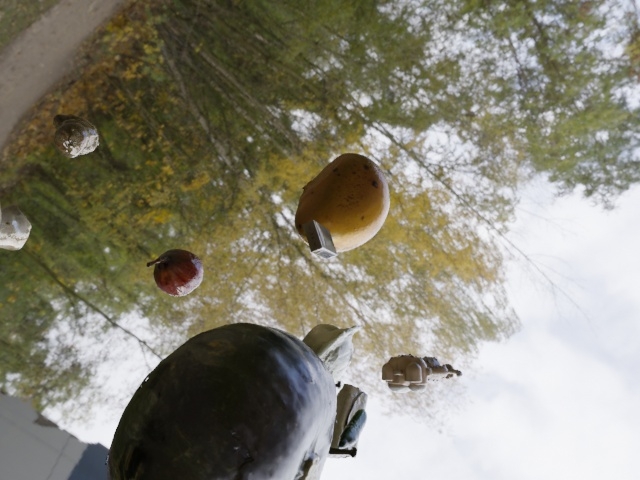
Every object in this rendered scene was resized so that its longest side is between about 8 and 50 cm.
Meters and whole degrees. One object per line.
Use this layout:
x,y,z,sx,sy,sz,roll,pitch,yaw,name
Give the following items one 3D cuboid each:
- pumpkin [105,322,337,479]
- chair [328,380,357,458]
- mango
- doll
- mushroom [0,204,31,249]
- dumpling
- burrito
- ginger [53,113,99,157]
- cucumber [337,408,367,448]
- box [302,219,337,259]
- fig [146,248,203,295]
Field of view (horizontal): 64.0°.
-0.165,0.363,0.940,0.344,0.454,0.454,18,-124,23,pumpkin
-0.146,0.669,1.621,0.364,0.411,0.361,-105,-154,-72,chair
0.052,-0.075,1.168,0.290,0.191,0.160,-47,-172,-39,mango
0.321,0.418,1.623,0.154,0.278,0.119,-15,-109,52,doll
-0.892,-0.027,1.287,0.298,0.290,0.297,-7,-105,29,mushroom
0.027,0.250,1.197,0.166,0.216,0.126,-45,-125,4,dumpling
0.087,0.677,1.878,0.105,0.143,0.299,-14,-143,32,burrito
-0.553,-0.235,1.154,0.080,0.104,0.204,-57,-149,6,ginger
0.066,0.400,1.071,0.037,0.037,0.155,-33,176,24,cucumber
0.000,0.000,0.884,0.024,0.083,0.053,-23,-109,16,box
-0.375,0.075,1.300,0.128,0.151,0.128,-42,-146,38,fig
